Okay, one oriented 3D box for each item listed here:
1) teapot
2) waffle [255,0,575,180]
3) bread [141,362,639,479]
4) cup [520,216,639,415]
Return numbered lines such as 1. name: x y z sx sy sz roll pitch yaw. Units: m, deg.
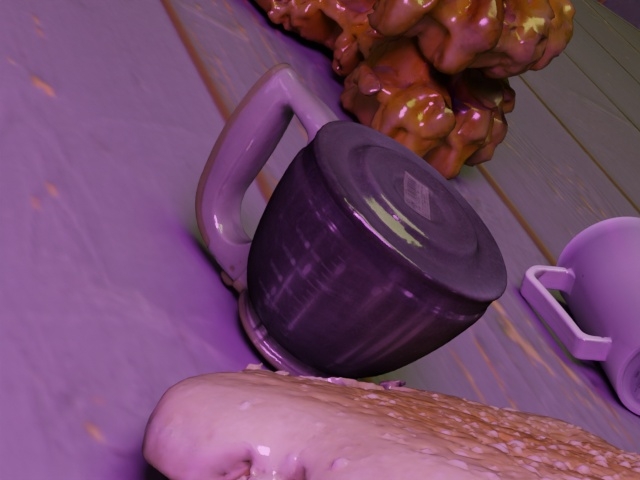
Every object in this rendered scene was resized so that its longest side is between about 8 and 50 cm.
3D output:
1. teapot: 0.007 0.004 0.522 0.092 0.091 0.124 25 29 -34
2. waffle: 0.022 -0.192 0.905 0.324 0.151 0.261 45 24 14
3. bread: 0.074 0.085 0.428 0.181 0.039 0.251 15 0 41
4. cup: 0.171 0.042 0.769 0.104 0.074 0.116 8 32 -10
